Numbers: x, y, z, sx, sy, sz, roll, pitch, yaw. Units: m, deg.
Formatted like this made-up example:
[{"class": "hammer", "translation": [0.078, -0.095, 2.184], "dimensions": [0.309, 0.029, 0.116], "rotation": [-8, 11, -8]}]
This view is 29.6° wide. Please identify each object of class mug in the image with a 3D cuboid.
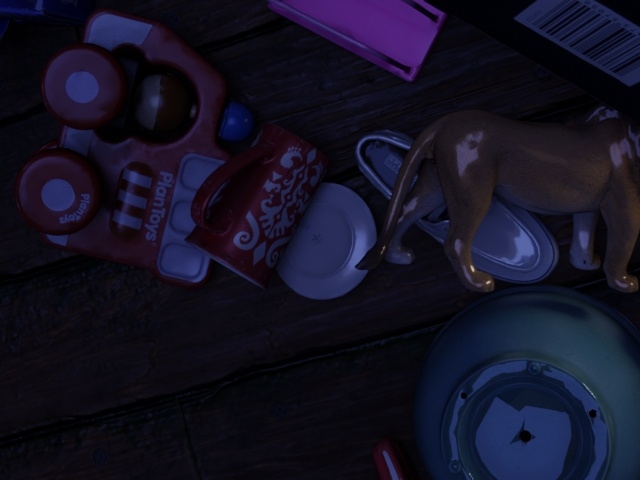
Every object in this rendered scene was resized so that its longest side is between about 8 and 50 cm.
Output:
[{"class": "mug", "translation": [-0.069, -0.045, 1.400], "dimensions": [0.113, 0.150, 0.169], "rotation": [31, 85, 7]}]

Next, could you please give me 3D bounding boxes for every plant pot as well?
[{"class": "plant pot", "translation": [0.229, 0.201, 1.318], "dimensions": [0.293, 0.196, 0.293], "rotation": [1, 93, 15]}]

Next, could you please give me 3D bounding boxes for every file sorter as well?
[{"class": "file sorter", "translation": [0.069, -0.355, 1.341], "dimensions": [0.202, 0.182, 0.291], "rotation": [29, 99, 11]}]

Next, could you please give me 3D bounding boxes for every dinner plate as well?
[{"class": "dinner plate", "translation": [0.000, 0.000, 1.446], "dimensions": [0.141, 0.017, 0.141], "rotation": [-3, 83, 25]}]

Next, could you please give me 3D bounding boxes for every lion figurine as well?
[{"class": "lion figurine", "translation": [0.231, -0.075, 1.268], "dimensions": [0.392, 0.142, 0.240], "rotation": [-2, 109, -17]}]

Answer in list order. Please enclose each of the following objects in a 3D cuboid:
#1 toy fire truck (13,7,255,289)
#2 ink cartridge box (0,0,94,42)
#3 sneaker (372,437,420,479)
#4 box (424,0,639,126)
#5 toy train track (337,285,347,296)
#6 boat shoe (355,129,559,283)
[{"class": "toy fire truck", "translation": [-0.218, -0.111, 1.455], "dimensions": [0.253, 0.169, 0.302], "rotation": [14, 97, -11]}, {"class": "ink cartridge box", "translation": [-0.415, -0.409, 1.485], "dimensions": [0.270, 0.151, 0.396], "rotation": [6, 96, 14]}, {"class": "sneaker", "translation": [0.066, 0.352, 1.425], "dimensions": [0.128, 0.087, 0.221], "rotation": [-17, 87, 13]}, {"class": "box", "translation": [0.324, -0.351, 1.147], "dimensions": [0.293, 0.212, 0.395], "rotation": [28, 74, -10]}, {"class": "toy train track", "translation": [0.013, 0.028, 1.457], "dimensions": [0.048, 0.014, 0.083], "rotation": [-30, 76, 23]}, {"class": "boat shoe", "translation": [0.153, -0.041, 1.382], "dimensions": [0.267, 0.088, 0.096], "rotation": [40, 101, 10]}]
